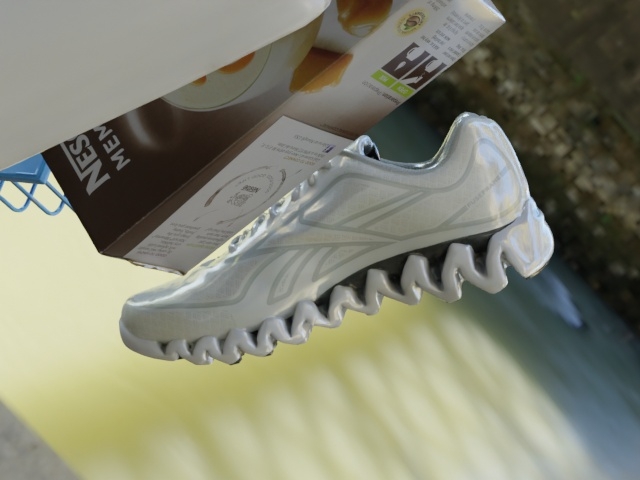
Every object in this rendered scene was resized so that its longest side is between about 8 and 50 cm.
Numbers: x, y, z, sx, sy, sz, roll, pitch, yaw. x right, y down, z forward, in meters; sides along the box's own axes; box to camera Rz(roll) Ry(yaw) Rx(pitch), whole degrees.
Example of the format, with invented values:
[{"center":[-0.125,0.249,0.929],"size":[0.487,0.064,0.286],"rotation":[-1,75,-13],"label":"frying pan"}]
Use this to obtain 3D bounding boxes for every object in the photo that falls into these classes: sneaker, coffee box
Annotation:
[{"center":[0.000,0.000,1.003],"size":[0.110,0.292,0.118],"rotation":[-83,155,-76],"label":"sneaker"},{"center":[-0.042,-0.109,0.857],"size":[0.141,0.246,0.098],"rotation":[57,16,20],"label":"coffee box"}]

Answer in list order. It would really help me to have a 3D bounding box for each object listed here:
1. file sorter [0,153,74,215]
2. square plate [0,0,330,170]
[{"center":[-0.285,-0.092,1.415],"size":[0.104,0.170,0.118],"rotation":[50,51,-55],"label":"file sorter"},{"center":[-0.220,-0.141,0.464],"size":[0.344,0.347,0.049],"rotation":[64,0,20],"label":"square plate"}]
